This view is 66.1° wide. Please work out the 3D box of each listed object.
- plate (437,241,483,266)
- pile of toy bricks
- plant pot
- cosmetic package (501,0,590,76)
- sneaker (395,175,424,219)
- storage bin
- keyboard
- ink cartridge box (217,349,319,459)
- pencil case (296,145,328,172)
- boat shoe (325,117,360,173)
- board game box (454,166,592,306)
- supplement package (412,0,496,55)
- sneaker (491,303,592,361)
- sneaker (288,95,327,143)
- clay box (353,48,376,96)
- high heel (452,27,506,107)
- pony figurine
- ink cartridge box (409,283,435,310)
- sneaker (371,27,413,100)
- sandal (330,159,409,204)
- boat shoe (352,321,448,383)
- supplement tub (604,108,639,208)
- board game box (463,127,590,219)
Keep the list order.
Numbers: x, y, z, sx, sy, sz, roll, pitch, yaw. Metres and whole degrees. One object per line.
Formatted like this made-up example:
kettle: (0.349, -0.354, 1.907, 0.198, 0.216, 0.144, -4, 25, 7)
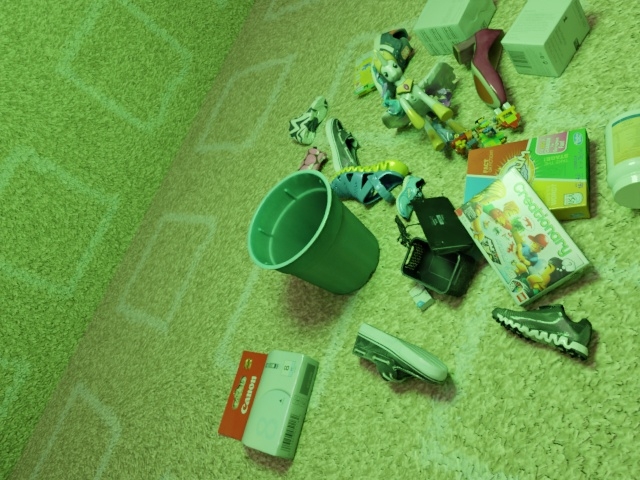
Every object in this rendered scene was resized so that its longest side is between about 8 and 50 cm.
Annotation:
plate: (0.406, -0.002, 1.447, 0.188, 0.024, 0.188, -23, 51, 31)
pile of toy bricks: (0.513, -0.312, 1.510, 0.212, 0.118, 0.105, -31, 72, 3)
plant pot: (0.000, 0.000, 1.598, 0.341, 0.334, 0.341, -24, 50, 32)
cosmetic package: (0.685, -0.624, 1.496, 0.151, 0.151, 0.184, 32, 89, 49)
sneaker: (0.299, -0.145, 1.616, 0.073, 0.063, 0.162, 2, 66, 41)
storage bin: (0.332, 0.074, 1.401, 0.180, 0.084, 0.122, 27, 99, 50)
keyboard: (0.310, -0.044, 1.435, 0.201, 0.033, 0.317, -7, 29, 3)
ink cartridge box: (-0.205, 0.519, 1.637, 0.384, 0.091, 0.308, -4, 62, 41)
pencil case: (-0.048, -0.278, 2.021, 0.098, 0.095, 0.210, 18, 79, 32)
boat shoe: (0.096, -0.382, 1.936, 0.102, 0.108, 0.302, -29, 50, 28)
board game box: (0.505, -0.011, 1.253, 0.193, 0.053, 0.305, -40, 61, 25)
supplement package: (0.492, -0.812, 1.807, 0.203, 0.149, 0.194, 19, 78, 48)
sneaker: (0.527, 0.192, 1.165, 0.234, 0.078, 0.106, 20, 76, 45)
sneaker: (-0.073, -0.548, 2.215, 0.153, 0.094, 0.235, 17, 86, 39)
clay box: (0.208, -0.707, 2.085, 0.127, 0.053, 0.222, -18, 54, 35)
high heel: (0.572, -0.576, 1.596, 0.181, 0.127, 0.378, -20, 52, 10)
pony figurine: (0.333, -0.457, 1.624, 0.303, 0.351, 0.364, -42, 61, 20)
ink cartridge box: (0.294, 0.158, 1.444, 0.048, 0.028, 0.083, -43, 42, 14)
sneaker: (0.294, -0.714, 1.954, 0.148, 0.131, 0.350, -14, 59, 30)
sandal: (0.157, -0.190, 1.742, 0.317, 0.126, 0.138, -9, 62, 42)
boat shoe: (0.212, 0.334, 1.358, 0.335, 0.121, 0.119, 17, 84, 59)
supplement tub: (0.750, -0.190, 1.150, 0.144, 0.144, 0.200, -10, 58, 40)
board game box: (0.562, -0.164, 1.355, 0.316, 0.064, 0.243, -6, 60, 36)
